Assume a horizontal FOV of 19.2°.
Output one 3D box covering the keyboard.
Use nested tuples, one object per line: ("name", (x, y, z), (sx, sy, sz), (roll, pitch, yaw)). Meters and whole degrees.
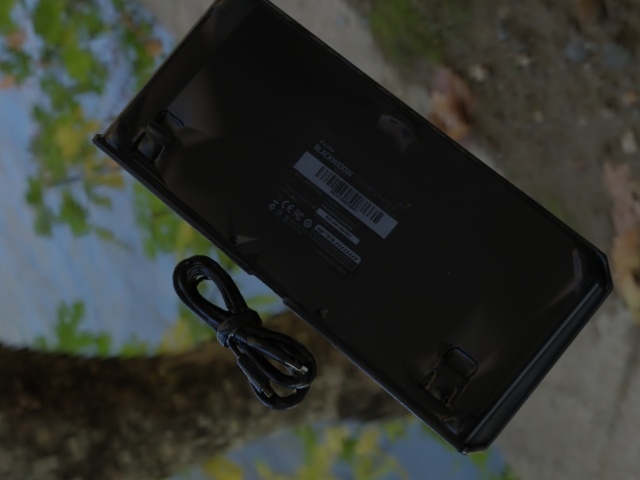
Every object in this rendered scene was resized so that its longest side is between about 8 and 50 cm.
("keyboard", (0.000, 0.000, 0.640), (0.180, 0.108, 0.023), (39, 178, 25))
